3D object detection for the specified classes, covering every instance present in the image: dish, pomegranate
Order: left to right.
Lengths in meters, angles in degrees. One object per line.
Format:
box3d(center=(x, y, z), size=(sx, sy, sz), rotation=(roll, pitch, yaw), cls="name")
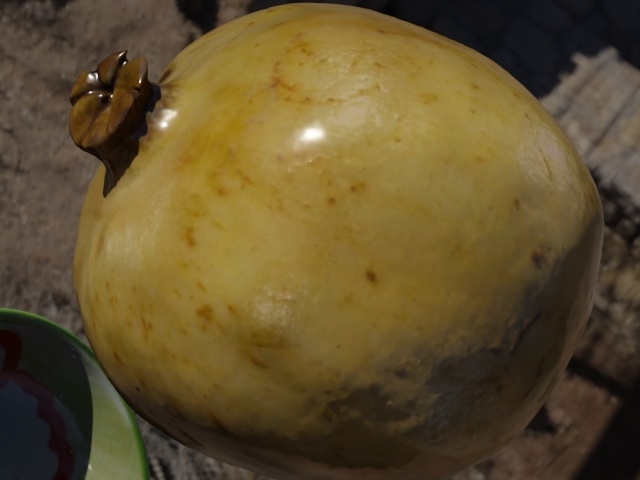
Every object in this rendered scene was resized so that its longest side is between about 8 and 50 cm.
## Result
box3d(center=(-0.314, 0.230, 1.286), size=(0.324, 0.124, 0.324), rotation=(20, 63, -45), cls="dish")
box3d(center=(0.013, 0.004, 0.789), size=(0.307, 0.307, 0.307), rotation=(11, 51, -14), cls="pomegranate")
